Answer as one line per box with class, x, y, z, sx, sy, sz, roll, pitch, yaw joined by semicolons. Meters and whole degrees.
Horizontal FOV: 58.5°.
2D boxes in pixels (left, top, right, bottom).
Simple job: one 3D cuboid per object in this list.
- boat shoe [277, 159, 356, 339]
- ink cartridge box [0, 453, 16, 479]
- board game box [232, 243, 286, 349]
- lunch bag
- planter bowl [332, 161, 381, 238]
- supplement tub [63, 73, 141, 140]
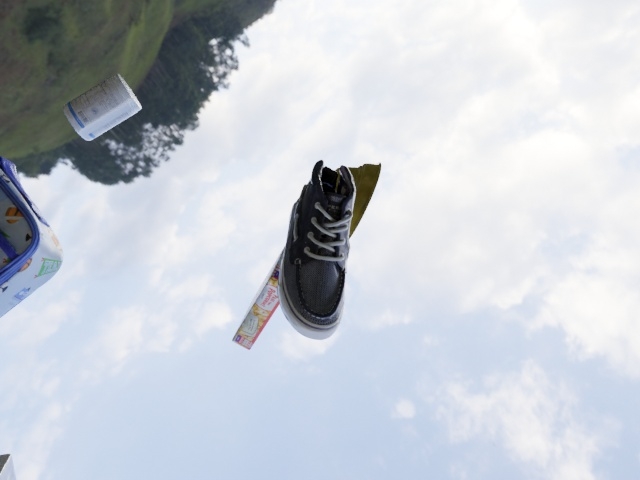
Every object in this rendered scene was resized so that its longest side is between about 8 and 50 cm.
boat shoe;0.000;0.000;1.035;0.127;0.158;0.340;10;-135;-15
ink cartridge box;-0.387;0.357;0.660;0.060;0.180;0.104;-6;-168;-12
board game box;-0.104;0.109;1.166;0.193;0.045;0.146;-57;-174;32
lunch bag;-0.563;-0.016;0.893;0.243;0.115;0.303;-42;-110;-10
planter bowl;0.045;-0.094;1.261;0.217;0.090;0.217;-63;-173;14
supplement tub;-0.364;-0.222;0.954;0.107;0.071;0.071;-32;-137;-3
